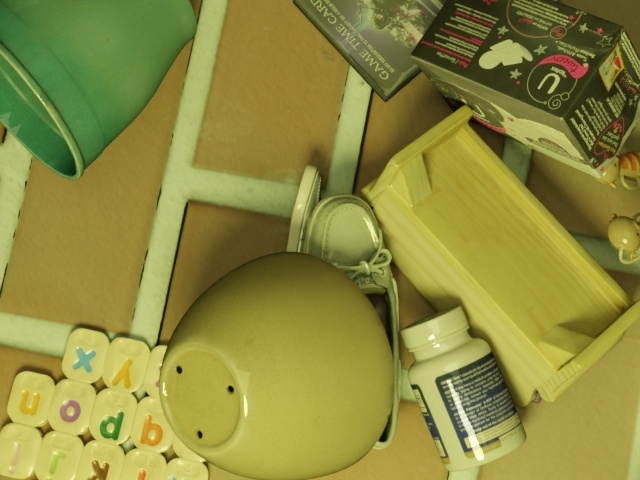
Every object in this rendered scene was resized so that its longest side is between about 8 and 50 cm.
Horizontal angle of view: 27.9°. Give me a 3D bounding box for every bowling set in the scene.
[{"bbox_3d":[0.449,-0.042,1.560,0.154,0.200,0.287,-3,58,-35],"label":"bowling set"}]

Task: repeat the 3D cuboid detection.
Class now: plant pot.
[{"bbox_3d":[-0.081,0.166,1.541,0.284,0.191,0.284,6,101,35],"label":"plant pot"},{"bbox_3d":[-0.309,-0.261,1.676,0.271,0.271,0.255,44,71,10],"label":"plant pot"}]

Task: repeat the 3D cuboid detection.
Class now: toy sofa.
[{"bbox_3d":[0.224,0.024,1.647,0.150,0.177,0.362,-37,78,-27],"label":"toy sofa"}]

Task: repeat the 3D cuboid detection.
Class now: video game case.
[{"bbox_3d":[0.127,-0.349,1.764,0.274,0.026,0.196,-41,80,-2],"label":"video game case"}]

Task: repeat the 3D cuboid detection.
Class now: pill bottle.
[{"bbox_3d":[0.173,0.183,1.612,0.112,0.112,0.187,-22,89,0],"label":"pill bottle"}]

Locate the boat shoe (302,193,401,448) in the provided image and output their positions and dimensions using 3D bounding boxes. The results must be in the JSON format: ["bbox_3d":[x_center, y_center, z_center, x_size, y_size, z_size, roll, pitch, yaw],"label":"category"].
[{"bbox_3d":[0.049,0.100,1.622,0.118,0.103,0.320,-2,90,-22],"label":"boat shoe"}]

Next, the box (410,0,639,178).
[{"bbox_3d":[0.265,-0.206,1.615,0.247,0.163,0.142,31,83,38],"label":"box"}]

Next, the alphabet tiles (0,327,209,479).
[{"bbox_3d":[-0.278,0.264,1.691,0.284,0.021,0.278,11,79,6],"label":"alphabet tiles"}]

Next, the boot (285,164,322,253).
[{"bbox_3d":[0.000,0.000,1.699,0.086,0.069,0.190,11,89,-1],"label":"boot"}]
